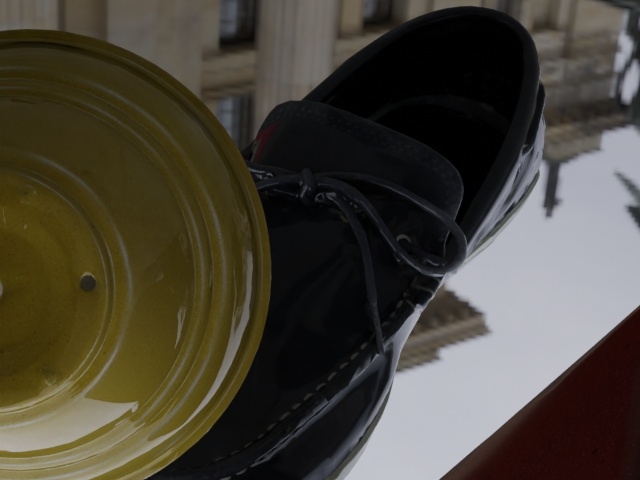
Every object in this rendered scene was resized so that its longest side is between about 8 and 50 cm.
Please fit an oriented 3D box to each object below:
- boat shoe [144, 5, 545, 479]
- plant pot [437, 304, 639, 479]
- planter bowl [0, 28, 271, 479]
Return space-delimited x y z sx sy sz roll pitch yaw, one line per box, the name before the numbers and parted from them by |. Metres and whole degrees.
boat shoe | 0.000 0.000 0.832 0.186 0.156 0.500 27 -137 19
plant pot | 0.139 0.223 0.591 0.267 0.267 0.236 47 -160 4
planter bowl | -0.130 0.017 0.579 0.217 0.217 0.090 4 -175 0
